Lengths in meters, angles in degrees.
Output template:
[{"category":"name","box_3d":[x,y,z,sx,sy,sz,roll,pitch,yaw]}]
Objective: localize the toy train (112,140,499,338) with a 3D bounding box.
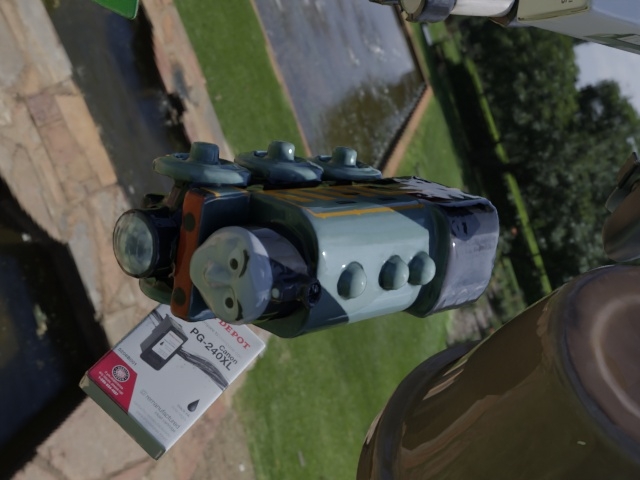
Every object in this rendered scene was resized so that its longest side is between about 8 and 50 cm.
[{"category":"toy train","box_3d":[0.000,0.000,0.775,0.334,0.190,0.142,-5,109,-50]}]

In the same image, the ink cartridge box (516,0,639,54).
[{"category":"ink cartridge box","box_3d":[0.348,-0.291,0.942,0.114,0.272,0.198,14,-84,63]}]

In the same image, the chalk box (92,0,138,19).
[{"category":"chalk box","box_3d":[-0.147,-0.282,0.724,0.132,0.132,0.213,-18,132,-61]}]

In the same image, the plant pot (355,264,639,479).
[{"category":"plant pot","box_3d":[0.175,0.138,0.619,0.229,0.263,0.263,110,-20,-47]}]

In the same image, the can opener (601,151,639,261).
[{"category":"can opener","box_3d":[0.308,-0.089,0.707,0.093,0.074,0.280,-77,-172,-47]}]

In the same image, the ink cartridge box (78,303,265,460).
[{"category":"ink cartridge box","box_3d":[-0.146,0.124,0.941,0.109,0.150,0.063,43,-30,1]}]

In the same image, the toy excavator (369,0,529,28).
[{"category":"toy excavator","box_3d":[0.263,-0.549,1.436,0.433,0.222,0.445,-132,-135,-58]}]
